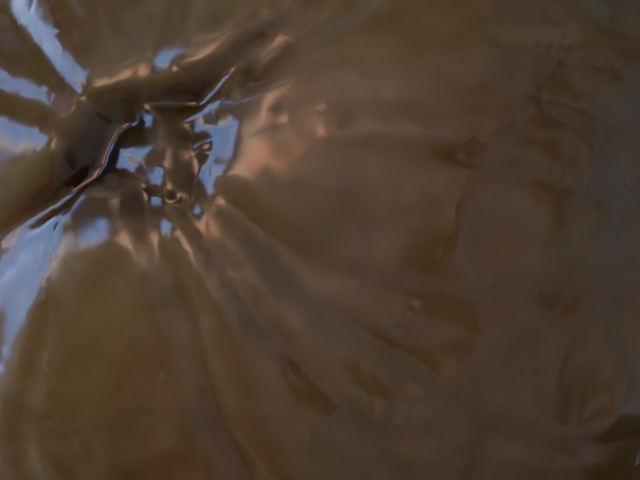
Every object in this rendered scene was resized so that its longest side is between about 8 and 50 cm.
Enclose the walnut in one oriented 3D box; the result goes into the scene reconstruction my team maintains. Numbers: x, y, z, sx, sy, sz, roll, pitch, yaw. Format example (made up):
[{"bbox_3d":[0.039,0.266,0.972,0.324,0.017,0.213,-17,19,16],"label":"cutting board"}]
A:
[{"bbox_3d":[0.000,0.000,0.425,0.228,0.228,0.228,-31,-49,-45],"label":"walnut"}]
